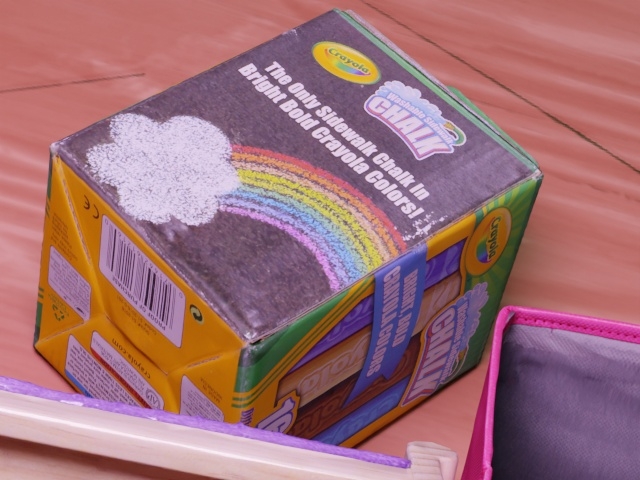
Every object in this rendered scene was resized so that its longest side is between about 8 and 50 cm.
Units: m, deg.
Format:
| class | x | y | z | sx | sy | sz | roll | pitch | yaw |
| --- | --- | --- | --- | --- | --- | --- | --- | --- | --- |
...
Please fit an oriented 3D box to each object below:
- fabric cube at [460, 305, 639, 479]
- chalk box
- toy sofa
| class | x | y | z | sx | sy | sz | roll | pitch | yaw |
| --- | --- | --- | --- | --- | --- | --- | --- | --- | --- |
| fabric cube | 0.172 | 0.223 | 0.903 | 0.254 | 0.258 | 0.259 | 11 | 34 | 3 |
| chalk box | 0.000 | 0.000 | 1.165 | 0.289 | 0.179 | 0.180 | -28 | 58 | -33 |
| toy sofa | -0.122 | 0.143 | 0.973 | 0.363 | 0.150 | 0.177 | 11 | 9 | -2 |
